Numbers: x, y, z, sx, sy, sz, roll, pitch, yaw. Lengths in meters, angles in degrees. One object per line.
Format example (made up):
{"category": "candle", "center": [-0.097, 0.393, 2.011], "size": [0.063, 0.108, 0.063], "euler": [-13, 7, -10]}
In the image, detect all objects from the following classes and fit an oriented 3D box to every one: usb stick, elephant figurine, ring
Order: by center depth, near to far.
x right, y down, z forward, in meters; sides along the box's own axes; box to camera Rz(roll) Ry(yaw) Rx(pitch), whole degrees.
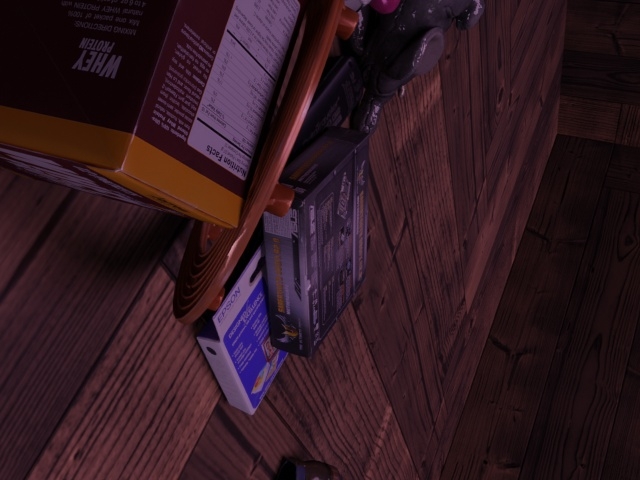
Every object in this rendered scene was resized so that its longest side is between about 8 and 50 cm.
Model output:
{"category": "ring", "center": [-0.049, -0.085, 0.596], "size": [0.336, 0.032, 0.336], "euler": [-56, -160, 32]}
{"category": "usb stick", "center": [-0.018, -0.136, 0.876], "size": [0.278, 0.045, 0.077], "euler": [-57, 144, -36]}
{"category": "elephant figurine", "center": [0.109, -0.277, 0.968], "size": [0.186, 0.169, 0.239], "euler": [38, 82, -34]}

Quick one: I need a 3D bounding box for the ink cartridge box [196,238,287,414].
{"category": "ink cartridge box", "center": [-0.073, 0.075, 0.869], "size": [0.206, 0.045, 0.208], "euler": [-59, 153, -36]}

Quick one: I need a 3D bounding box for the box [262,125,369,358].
{"category": "box", "center": [0.000, 0.000, 0.865], "size": [0.183, 0.056, 0.230], "euler": [-51, 148, -48]}

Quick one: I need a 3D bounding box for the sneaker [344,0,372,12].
{"category": "sneaker", "center": [-0.018, -0.287, 0.752], "size": [0.108, 0.100, 0.271], "euler": [-41, 174, 17]}

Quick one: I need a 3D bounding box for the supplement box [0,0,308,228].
{"category": "supplement box", "center": [-0.132, -0.131, 0.436], "size": [0.129, 0.192, 0.194], "euler": [32, 73, -67]}

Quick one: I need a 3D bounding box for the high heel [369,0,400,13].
{"category": "high heel", "center": [0.044, -0.378, 0.788], "size": [0.117, 0.082, 0.243], "euler": [-49, 134, -62]}

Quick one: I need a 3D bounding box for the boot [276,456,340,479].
{"category": "boot", "center": [-0.057, 0.449, 1.115], "size": [0.106, 0.082, 0.219], "euler": [39, 70, -41]}
